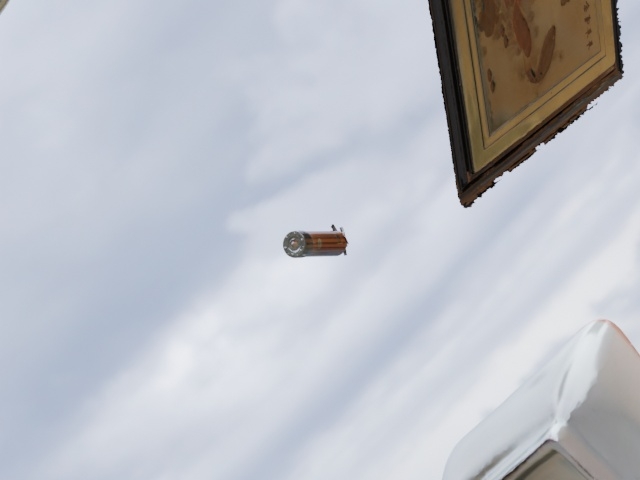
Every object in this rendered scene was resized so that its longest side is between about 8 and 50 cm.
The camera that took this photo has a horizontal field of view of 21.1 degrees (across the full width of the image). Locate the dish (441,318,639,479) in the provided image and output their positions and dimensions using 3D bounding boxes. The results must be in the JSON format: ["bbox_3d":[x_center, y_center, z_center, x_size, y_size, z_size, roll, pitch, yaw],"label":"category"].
[{"bbox_3d":[0.157,0.164,1.065,0.077,0.151,0.212,-38,-9,-39],"label":"dish"}]

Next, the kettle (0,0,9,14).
[{"bbox_3d":[-0.323,-0.174,1.134,0.160,0.210,0.243,-32,17,47],"label":"kettle"}]

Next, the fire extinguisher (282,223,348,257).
[{"bbox_3d":[0.000,0.000,1.375,0.022,0.028,0.083,-27,-12,29],"label":"fire extinguisher"}]

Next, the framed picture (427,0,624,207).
[{"bbox_3d":[0.135,-0.150,1.086,0.199,0.010,0.195,-37,-51,-37],"label":"framed picture"}]
